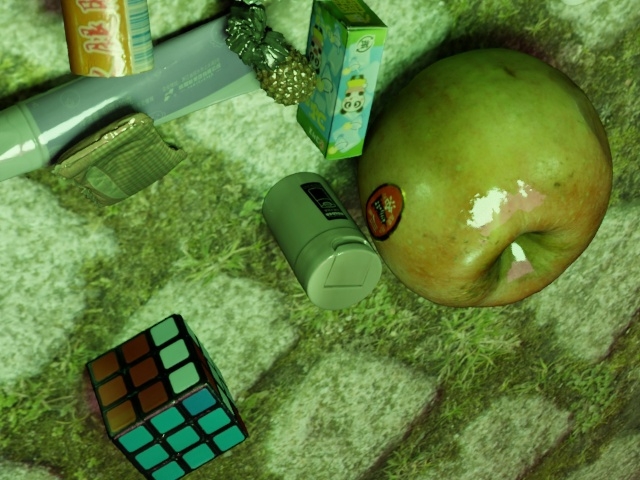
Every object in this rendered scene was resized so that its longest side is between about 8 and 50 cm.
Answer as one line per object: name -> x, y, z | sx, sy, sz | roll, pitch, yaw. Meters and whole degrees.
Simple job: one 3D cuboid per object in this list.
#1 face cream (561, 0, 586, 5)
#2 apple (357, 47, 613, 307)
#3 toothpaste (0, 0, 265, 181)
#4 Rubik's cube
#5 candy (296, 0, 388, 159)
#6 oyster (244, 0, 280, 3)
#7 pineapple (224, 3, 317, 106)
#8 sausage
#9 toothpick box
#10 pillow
face cream -> 0.279, -0.397, 1.385 | 0.082, 0.082, 0.269 | -41, 135, 9
apple -> 0.206, -0.089, 1.462 | 0.338, 0.305, 0.338 | -19, 149, -12
toothpaste -> -0.223, -0.171, 1.318 | 0.371, 0.080, 0.125 | -24, 137, -17
Rubik's cube -> -0.224, 0.235, 1.611 | 0.160, 0.163, 0.162 | -30, 132, -2
candy -> 0.024, -0.210, 1.401 | 0.062, 0.097, 0.194 | -11, 133, -25
oyster -> -0.080, -0.353, 1.208 | 0.268, 0.112, 0.198 | -6, 130, -29
pineapple -> -0.064, -0.228, 1.337 | 0.074, 0.074, 0.159 | -37, 143, 5
sausage -> -0.231, -0.326, 1.118 | 0.093, 0.093, 0.312 | -12, 113, -20
toothpick box -> 0.000, 0.000, 1.510 | 0.111, 0.180, 0.111 | -15, 133, -17
pillow -> -0.243, -0.094, 1.341 | 0.135, 0.034, 0.211 | -30, 168, 2
